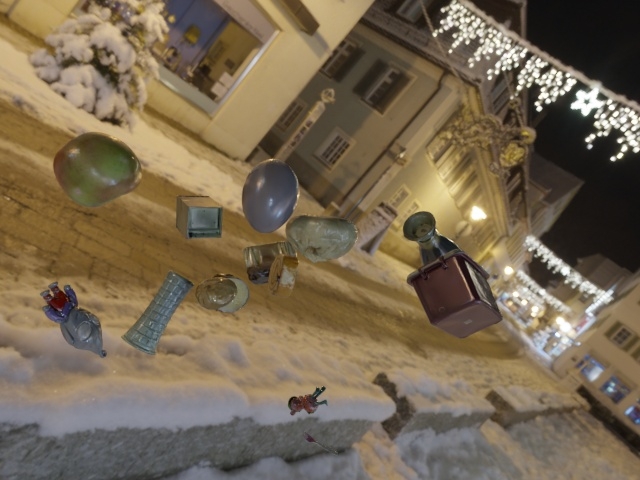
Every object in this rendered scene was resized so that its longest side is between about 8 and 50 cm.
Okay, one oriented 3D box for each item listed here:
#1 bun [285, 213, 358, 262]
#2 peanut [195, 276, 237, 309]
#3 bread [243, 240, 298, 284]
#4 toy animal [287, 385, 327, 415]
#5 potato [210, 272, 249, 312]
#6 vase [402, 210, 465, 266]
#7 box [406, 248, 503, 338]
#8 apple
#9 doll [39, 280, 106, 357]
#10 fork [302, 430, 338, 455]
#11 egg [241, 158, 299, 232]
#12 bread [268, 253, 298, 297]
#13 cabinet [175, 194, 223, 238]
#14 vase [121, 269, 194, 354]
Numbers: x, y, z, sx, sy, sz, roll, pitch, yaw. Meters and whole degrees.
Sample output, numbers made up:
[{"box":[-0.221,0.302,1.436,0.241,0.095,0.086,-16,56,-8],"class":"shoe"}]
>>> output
[{"box":[0.000,0.000,1.273,0.222,0.128,0.222,5,-4,0],"class":"bun"},{"box":[-0.383,0.191,1.667,0.159,0.140,0.109,-35,113,-73],"class":"peanut"},{"box":[-0.193,0.097,1.803,0.192,0.209,0.110,90,-8,-61],"class":"bread"},{"box":[-0.045,0.652,1.822,0.103,0.208,0.100,35,40,-19],"class":"toy animal"},{"box":[-0.382,0.204,1.839,0.200,0.164,0.081,45,0,-41],"class":"potato"},{"box":[0.418,0.033,1.643,0.321,0.173,0.173,48,1,-40],"class":"vase"},{"box":[0.407,0.171,1.348,0.294,0.193,0.168,30,37,-47],"class":"box"},{"box":[-0.908,-0.290,1.854,0.277,0.319,0.319,61,3,-14],"class":"apple"},{"box":[-0.586,0.201,1.096,0.102,0.075,0.228,-74,143,-60],"class":"doll"},{"box":[-0.001,0.488,1.089,0.115,0.012,0.016,38,51,-19],"class":"fork"},{"box":[-0.131,-0.116,1.181,0.146,0.199,0.146,12,-18,4],"class":"egg"},{"box":[-0.135,0.119,1.564,0.073,0.149,0.122,12,1,-23],"class":"bread"},{"box":[-0.516,-0.096,1.928,0.145,0.150,0.206,-2,18,-29],"class":"cabinet"},{"box":[-0.601,0.265,1.715,0.143,0.299,0.143,29,-12,7],"class":"vase"}]
